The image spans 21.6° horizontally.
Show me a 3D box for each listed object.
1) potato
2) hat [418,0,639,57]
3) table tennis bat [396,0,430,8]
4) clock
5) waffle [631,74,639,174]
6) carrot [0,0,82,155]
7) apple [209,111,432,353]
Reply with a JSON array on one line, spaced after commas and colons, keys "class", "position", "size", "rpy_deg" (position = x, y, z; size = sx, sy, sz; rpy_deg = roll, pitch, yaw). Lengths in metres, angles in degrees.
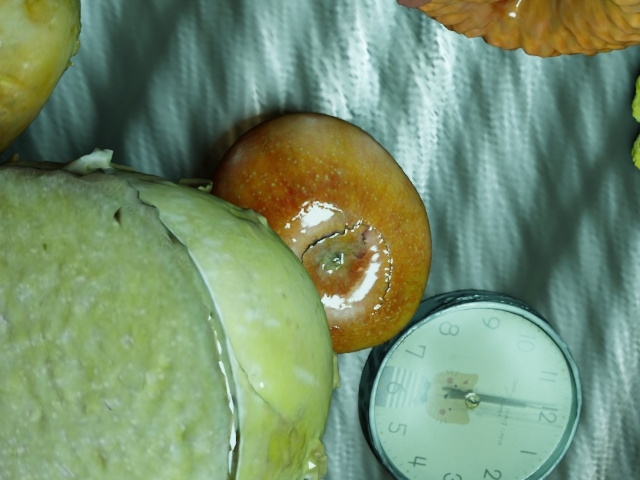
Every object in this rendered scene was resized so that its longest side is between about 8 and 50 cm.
[{"class": "potato", "position": [-0.190, 0.118, 1.419], "size": [0.442, 0.319, 0.385], "rpy_deg": [-11, 88, 25]}, {"class": "hat", "position": [0.208, -0.377, 1.472], "size": [0.285, 0.285, 0.400], "rpy_deg": [8, 83, -10]}, {"class": "table tennis bat", "position": [0.034, -0.319, 1.433], "size": [0.038, 0.310, 0.200], "rpy_deg": [8, 136, -35]}, {"class": "clock", "position": [0.151, 0.162, 1.680], "size": [0.226, 0.049, 0.226], "rpy_deg": [-1, 104, -6]}, {"class": "waffle", "position": [0.450, -0.170, 1.633], "size": [0.302, 0.068, 0.325], "rpy_deg": [15, 99, -11]}, {"class": "carrot", "position": [-0.364, -0.139, 1.447], "size": [0.224, 0.224, 0.341], "rpy_deg": [39, 95, -14]}, {"class": "apple", "position": [0.000, 0.000, 1.556], "size": [0.235, 0.173, 0.210], "rpy_deg": [36, 97, -15]}]
